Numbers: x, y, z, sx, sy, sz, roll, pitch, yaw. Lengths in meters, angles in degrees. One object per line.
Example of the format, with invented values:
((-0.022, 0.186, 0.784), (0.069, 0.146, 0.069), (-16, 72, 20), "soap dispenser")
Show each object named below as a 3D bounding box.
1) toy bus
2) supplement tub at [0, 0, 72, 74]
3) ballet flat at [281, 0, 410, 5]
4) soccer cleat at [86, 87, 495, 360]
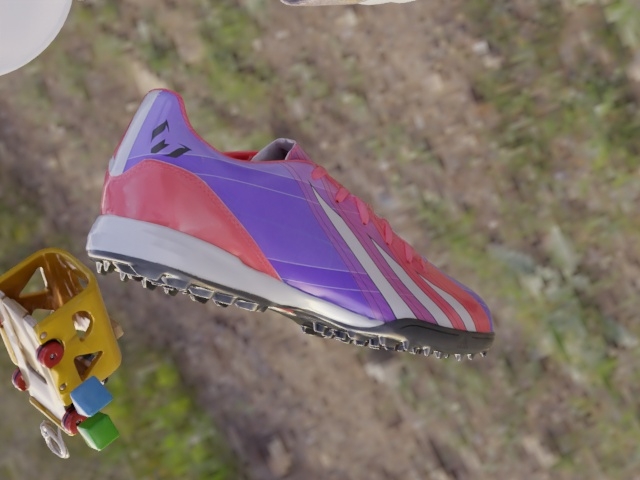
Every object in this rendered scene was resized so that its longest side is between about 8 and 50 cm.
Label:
((-0.248, 0.104, 1.943), (0.191, 0.104, 0.202), (55, 157, -5), "toy bus")
((-0.421, -0.339, 2.188), (0.331, 0.241, 0.241), (-130, 33, -50), "supplement tub")
((0.074, -0.260, 1.602), (0.107, 0.316, 0.106), (-3, 130, 41), "ballet flat")
((0.000, 0.000, 1.253), (0.108, 0.318, 0.116), (5, 80, 52), "soccer cleat")
